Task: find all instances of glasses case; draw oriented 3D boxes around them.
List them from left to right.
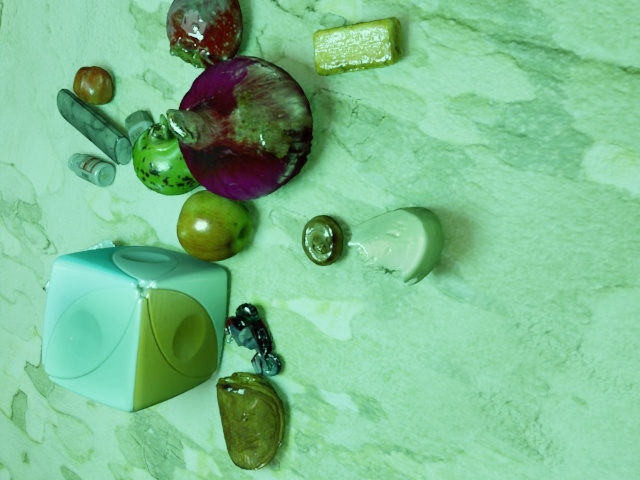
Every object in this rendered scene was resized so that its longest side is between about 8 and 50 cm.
[{"bbox_3d":[-0.701,-0.354,1.583,0.299,0.060,0.114,37,141,19],"label":"glasses case"}]

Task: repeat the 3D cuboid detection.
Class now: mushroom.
[{"bbox_3d":[0.007,0.000,1.263,0.109,0.085,0.126,36,115,57],"label":"mushroom"}]

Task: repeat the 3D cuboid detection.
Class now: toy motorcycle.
[{"bbox_3d":[-0.189,0.276,1.380,0.122,0.082,0.213,-24,92,32],"label":"toy motorcycle"}]

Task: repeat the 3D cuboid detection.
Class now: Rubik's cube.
[{"bbox_3d":[-0.486,0.213,1.373,0.352,0.352,0.347,13,100,27],"label":"Rubik's cube"}]

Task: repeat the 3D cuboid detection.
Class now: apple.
[{"bbox_3d":[-0.276,-0.038,1.343,0.196,0.196,0.195,2,95,26],"label":"apple"}]

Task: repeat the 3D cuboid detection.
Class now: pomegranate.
[{"bbox_3d":[-0.403,-0.236,1.363,0.211,0.263,0.210,-2,64,4],"label":"pomegranate"}]

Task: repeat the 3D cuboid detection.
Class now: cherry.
[{"bbox_3d":[-0.288,-0.565,1.313,0.192,0.175,0.249,19,101,14],"label":"cherry"}]

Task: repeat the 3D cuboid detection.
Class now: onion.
[{"bbox_3d":[-0.210,-0.256,1.181,0.348,0.385,0.347,5,101,28],"label":"onion"}]

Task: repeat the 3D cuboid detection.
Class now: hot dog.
[{"bbox_3d":[-0.193,0.483,1.380,0.196,0.122,0.272,0,110,27],"label":"hot dog"}]

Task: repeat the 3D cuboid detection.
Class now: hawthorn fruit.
[{"bbox_3d":[-0.692,-0.471,1.556,0.128,0.128,0.128,2,95,26],"label":"hawthorn fruit"}]

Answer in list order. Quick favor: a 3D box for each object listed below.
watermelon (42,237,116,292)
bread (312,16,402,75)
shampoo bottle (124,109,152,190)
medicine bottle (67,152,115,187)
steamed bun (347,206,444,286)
[{"bbox_3d":[-0.712,0.123,1.555,0.320,0.214,0.289,43,109,30],"label":"watermelon"},{"bbox_3d":[0.085,-0.448,1.188,0.211,0.083,0.113,2,100,26],"label":"bread"},{"bbox_3d":[-0.509,-0.265,1.510,0.086,0.056,0.227,-24,83,30],"label":"shampoo bottle"},{"bbox_3d":[-0.721,-0.225,1.606,0.140,0.079,0.079,24,104,23],"label":"medicine bottle"},{"bbox_3d":[0.162,0.021,1.107,0.200,0.225,0.170,-17,87,25],"label":"steamed bun"}]
